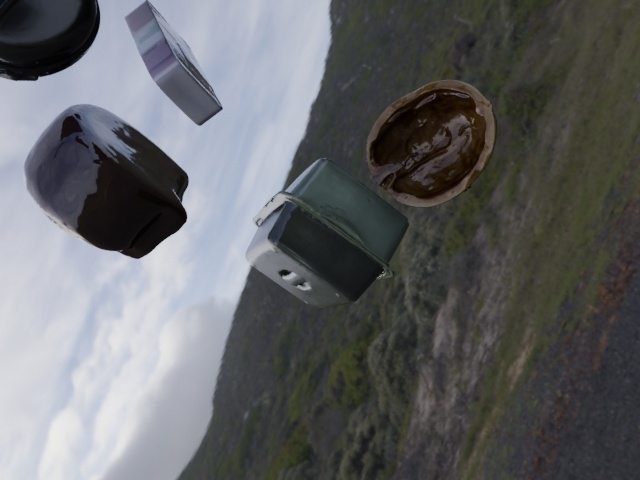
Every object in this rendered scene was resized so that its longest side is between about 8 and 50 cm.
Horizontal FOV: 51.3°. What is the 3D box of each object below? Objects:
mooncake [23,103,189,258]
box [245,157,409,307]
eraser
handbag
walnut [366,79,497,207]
[{"bbox_3d":[-0.380,-0.102,1.231,0.174,0.326,0.334,-48,-37,7],"label":"mooncake"},{"bbox_3d":[0.000,0.000,1.112,0.166,0.221,0.290,-57,8,-16],"label":"box"},{"bbox_3d":[-0.117,-0.142,0.530,0.026,0.105,0.065,-34,-39,6],"label":"eraser"},{"bbox_3d":[-0.528,-0.404,1.114,0.253,0.308,0.093,-61,8,-24],"label":"handbag"},{"bbox_3d":[0.176,-0.141,0.986,0.211,0.167,0.087,-29,-9,32],"label":"walnut"}]
